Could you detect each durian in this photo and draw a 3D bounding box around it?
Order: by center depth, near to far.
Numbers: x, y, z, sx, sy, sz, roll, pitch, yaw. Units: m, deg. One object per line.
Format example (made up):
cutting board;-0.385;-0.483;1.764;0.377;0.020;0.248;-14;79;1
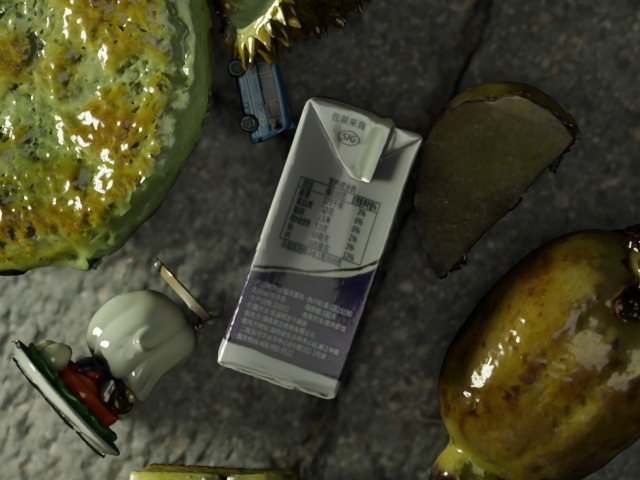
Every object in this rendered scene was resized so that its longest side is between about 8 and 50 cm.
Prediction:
durian;-0.009;-0.251;1.137;0.139;0.144;0.252;14;93;31

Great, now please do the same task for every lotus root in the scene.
lotus root;0.195;0.099;1.155;0.169;0.141;0.314;45;104;-1

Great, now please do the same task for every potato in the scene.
potato;0.125;-0.066;1.173;0.101;0.089;0.172;34;116;-8

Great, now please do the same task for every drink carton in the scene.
drink carton;0.000;-0.001;1.148;0.102;0.134;0.222;18;96;1

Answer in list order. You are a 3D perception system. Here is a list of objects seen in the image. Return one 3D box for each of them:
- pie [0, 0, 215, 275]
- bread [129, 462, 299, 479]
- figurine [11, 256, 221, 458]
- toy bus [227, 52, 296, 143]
pie;-0.230;-0.143;1.150;0.297;0.078;0.371;18;98;10
bread;-0.097;0.367;1.173;0.138;0.077;0.361;1;82;11
figurine;-0.160;0.084;1.177;0.154;0.132;0.132;-42;94;-8
toy bus;-0.050;-0.124;1.183;0.046;0.038;0.083;-13;95;-3
